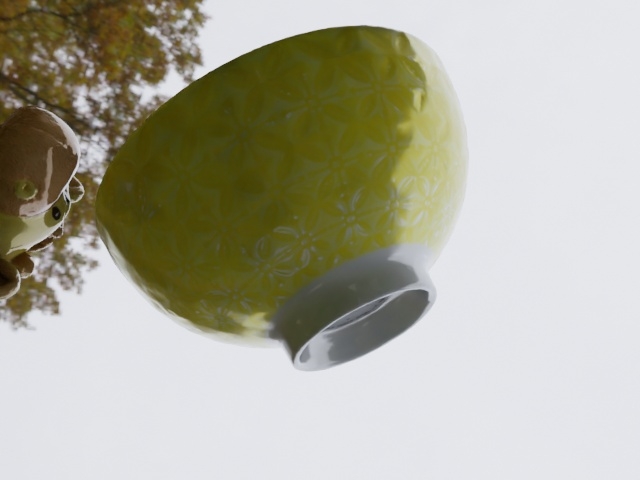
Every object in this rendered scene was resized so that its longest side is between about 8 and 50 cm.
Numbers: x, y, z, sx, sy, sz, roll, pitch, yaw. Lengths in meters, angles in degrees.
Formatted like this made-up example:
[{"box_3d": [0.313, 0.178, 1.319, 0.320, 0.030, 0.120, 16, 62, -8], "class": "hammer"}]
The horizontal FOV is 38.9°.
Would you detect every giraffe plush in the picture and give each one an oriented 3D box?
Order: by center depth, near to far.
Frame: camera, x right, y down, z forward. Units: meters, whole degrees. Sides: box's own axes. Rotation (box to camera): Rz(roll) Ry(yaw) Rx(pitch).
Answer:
[{"box_3d": [-0.227, -0.055, 0.562, 0.181, 0.170, 0.210, -57, -163, -26], "class": "giraffe plush"}]

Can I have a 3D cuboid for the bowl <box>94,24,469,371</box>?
[{"box_3d": [0.000, 0.000, 0.662, 0.289, 0.289, 0.156, -39, -116, 22], "class": "bowl"}]
